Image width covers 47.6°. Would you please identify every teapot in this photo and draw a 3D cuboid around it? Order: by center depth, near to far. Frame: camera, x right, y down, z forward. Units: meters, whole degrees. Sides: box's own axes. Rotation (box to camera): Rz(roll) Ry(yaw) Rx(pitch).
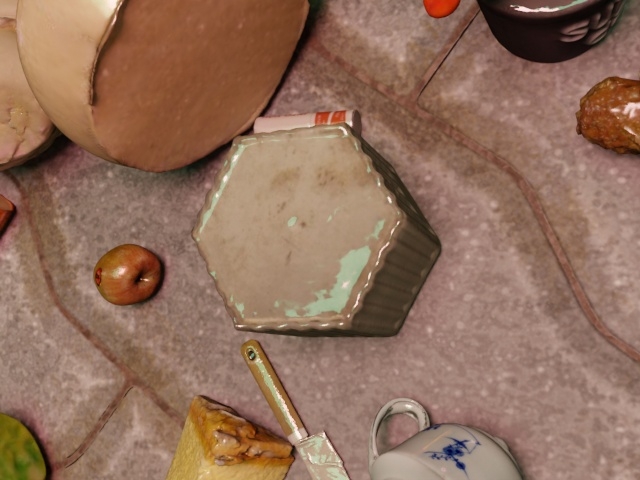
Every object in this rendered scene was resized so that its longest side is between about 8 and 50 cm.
[{"bbox_3d":[0.143,0.250,0.748,0.232,0.159,0.159,32,93,31],"label":"teapot"}]

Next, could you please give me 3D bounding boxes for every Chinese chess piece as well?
[{"bbox_3d":[-0.164,-0.237,0.812,0.140,0.338,0.338,42,96,21],"label":"Chinese chess piece"}]

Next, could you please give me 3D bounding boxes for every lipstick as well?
[{"bbox_3d":[-0.016,-0.140,0.905,0.130,0.038,0.038,-1,81,19],"label":"lipstick"}]

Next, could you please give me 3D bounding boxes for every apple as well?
[{"bbox_3d":[-0.250,0.043,0.936,0.071,0.084,0.084,22,89,37],"label":"apple"}]

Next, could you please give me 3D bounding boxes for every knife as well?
[{"bbox_3d":[-0.010,0.242,0.856,0.047,0.017,0.298,-33,72,5],"label":"knife"}]

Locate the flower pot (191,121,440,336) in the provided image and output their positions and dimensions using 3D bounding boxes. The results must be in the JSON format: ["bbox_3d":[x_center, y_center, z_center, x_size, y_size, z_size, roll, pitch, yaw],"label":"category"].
[{"bbox_3d":[0.000,0.000,0.798,0.209,0.189,0.239,-33,73,12],"label":"flower pot"}]

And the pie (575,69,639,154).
[{"bbox_3d":[0.505,-0.156,0.658,0.418,0.180,0.395,-43,70,1],"label":"pie"}]

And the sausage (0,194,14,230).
[{"bbox_3d":[-0.555,0.063,1.032,0.093,0.093,0.312,33,93,20],"label":"sausage"}]

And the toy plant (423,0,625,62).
[{"bbox_3d":[0.217,-0.304,0.657,0.279,0.400,0.185,-19,78,15],"label":"toy plant"}]

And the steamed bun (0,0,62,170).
[{"bbox_3d":[-0.428,-0.223,0.985,0.280,0.207,0.268,7,92,50],"label":"steamed bun"}]

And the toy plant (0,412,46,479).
[{"bbox_3d":[-0.524,0.351,0.943,0.316,0.184,0.224,-33,94,21],"label":"toy plant"}]

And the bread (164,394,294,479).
[{"bbox_3d":[-0.122,0.270,0.868,0.152,0.127,0.147,25,93,54],"label":"bread"}]
